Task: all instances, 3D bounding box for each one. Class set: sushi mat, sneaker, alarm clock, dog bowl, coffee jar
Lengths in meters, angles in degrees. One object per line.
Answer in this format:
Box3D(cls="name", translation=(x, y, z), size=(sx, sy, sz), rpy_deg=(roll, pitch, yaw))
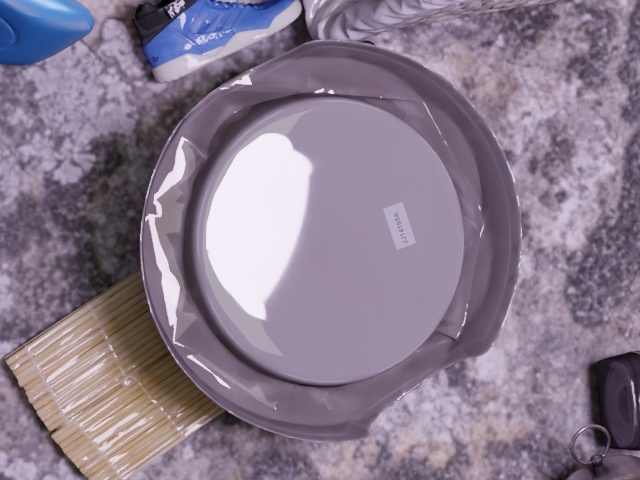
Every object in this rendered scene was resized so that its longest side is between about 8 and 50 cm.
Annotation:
Box3D(cls="sushi mat", translation=(-0.114, 0.082, 1.600), size=(0.316, 0.019, 0.151), rpy_deg=(-34, 97, -15))
Box3D(cls="sneaker", translation=(-0.096, -0.210, 1.607), size=(0.152, 0.058, 0.085), rpy_deg=(-26, 102, -10))
Box3D(cls="alarm clock", translation=(0.272, 0.252, 1.646), size=(0.129, 0.064, 0.192), rpy_deg=(-24, 112, -5))
Box3D(cls="dog bowl", translation=(0.000, 0.000, 1.568), size=(0.348, 0.102, 0.349), rpy_deg=(-1, 92, -19))
Box3D(cls="coffee jar", translation=(0.353, 0.149, 1.697), size=(0.184, 0.079, 0.096), rpy_deg=(-5, 87, -16))

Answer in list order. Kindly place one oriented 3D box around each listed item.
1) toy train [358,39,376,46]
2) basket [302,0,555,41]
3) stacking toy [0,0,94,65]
Box3D(cls="toy train", translation=(-0.004, -0.129, 1.638), size=(0.158, 0.036, 0.027), rpy_deg=(-45, 98, -14))
Box3D(cls="basket", translation=(0.143, -0.362, 1.543), size=(0.266, 0.331, 0.328), rpy_deg=(-9, 89, -29))
Box3D(cls="stacking toy", translation=(-0.254, -0.317, 1.536), size=(0.175, 0.165, 0.302), rpy_deg=(29, 67, -27))
